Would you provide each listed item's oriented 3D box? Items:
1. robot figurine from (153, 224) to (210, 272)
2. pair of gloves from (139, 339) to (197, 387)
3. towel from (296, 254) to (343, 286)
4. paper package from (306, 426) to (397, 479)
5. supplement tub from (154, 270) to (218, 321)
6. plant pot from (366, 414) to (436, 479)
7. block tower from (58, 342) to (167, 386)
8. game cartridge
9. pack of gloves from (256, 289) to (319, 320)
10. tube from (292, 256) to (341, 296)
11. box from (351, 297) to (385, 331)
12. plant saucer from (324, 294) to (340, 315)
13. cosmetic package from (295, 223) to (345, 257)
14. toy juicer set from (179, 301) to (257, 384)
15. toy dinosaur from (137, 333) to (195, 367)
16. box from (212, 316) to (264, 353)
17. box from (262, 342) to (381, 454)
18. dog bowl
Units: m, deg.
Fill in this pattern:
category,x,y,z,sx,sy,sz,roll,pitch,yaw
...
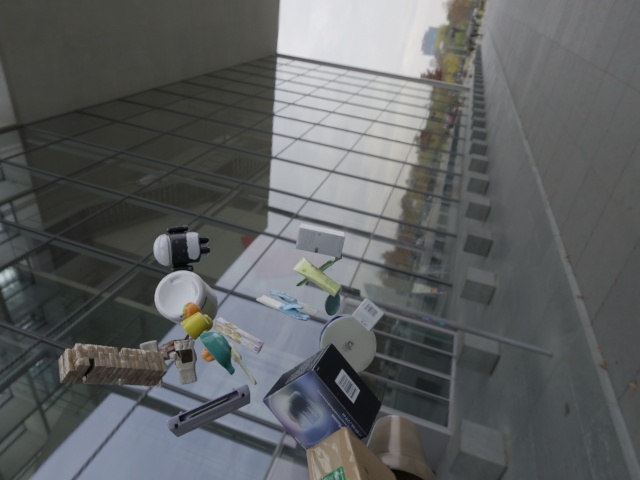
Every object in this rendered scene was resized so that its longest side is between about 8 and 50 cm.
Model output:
category,x,y,z,sx,sy,sz,roll,pitch,yaw
robot figurine,-0.723,0.043,2.226,0.209,0.277,0.174,-124,37,-47
pair of gloves,-0.662,0.537,1.858,0.042,0.239,0.205,-174,84,-77
towel,0.006,0.162,2.395,0.247,0.038,0.325,-36,-3,13
paper package,0.120,0.771,1.243,0.168,0.309,0.325,-39,19,5
supplement tub,-0.635,0.298,2.072,0.325,0.235,0.236,86,-158,-68
plant pot,0.308,0.891,1.739,0.280,0.322,0.324,-70,-11,-56
block tower,-0.683,0.425,1.440,0.335,0.097,0.091,22,-65,-47
game cartridge,-0.484,0.754,1.892,0.354,0.068,0.230,-19,-23,-20
pack of gloves,-0.126,0.257,1.790,0.195,0.231,0.046,-28,-40,-74
tube,-0.013,0.172,2.000,0.062,0.240,0.070,-58,-14,15
box,0.203,0.314,1.804,0.102,0.101,0.087,-50,-15,2
plant saucer,0.055,0.313,2.119,0.119,0.021,0.120,-12,-74,-49
cosmetic package,0.000,0.000,2.107,0.085,0.230,0.118,-82,3,-72
toy juicer set,-0.350,0.337,1.379,0.089,0.209,0.329,-40,-60,-13
toy dinosaur,-0.704,0.510,1.949,0.200,0.295,0.127,9,-125,-50
box,-0.500,0.576,2.593,0.067,0.323,0.063,-62,-6,11
box,0.004,0.588,1.543,0.294,0.296,0.182,-41,-1,32
dog bowl,0.124,0.479,1.974,0.104,0.264,0.265,120,167,-83
